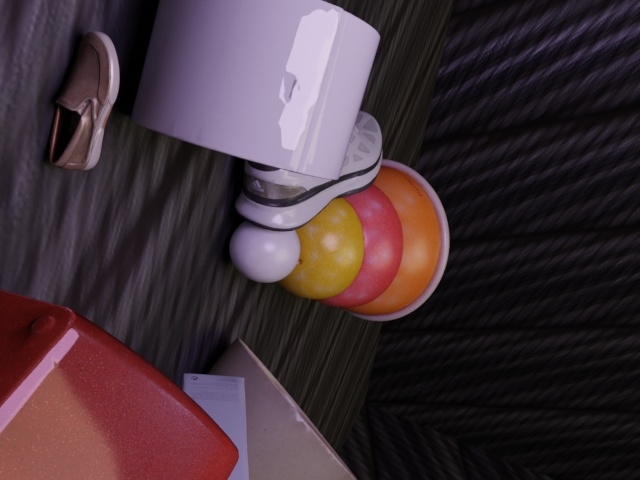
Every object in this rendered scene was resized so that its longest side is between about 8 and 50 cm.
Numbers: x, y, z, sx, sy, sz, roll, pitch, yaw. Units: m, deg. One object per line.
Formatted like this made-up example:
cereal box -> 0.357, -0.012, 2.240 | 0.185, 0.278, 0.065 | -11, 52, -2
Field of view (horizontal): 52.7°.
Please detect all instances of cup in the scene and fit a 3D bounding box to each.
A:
cup -> -0.129, 0.373, 1.141 | 0.237, 0.331, 0.331 | -40, 157, -9

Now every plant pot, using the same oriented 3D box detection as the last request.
plant pot -> -0.265, 0.179, 0.510 | 0.267, 0.267, 0.236 | -58, 148, -39

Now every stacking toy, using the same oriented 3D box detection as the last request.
stacking toy -> 0.000, 0.000, 1.244 | 0.480, 0.350, 0.351 | 0, 110, -53

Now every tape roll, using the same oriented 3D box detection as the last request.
tape roll -> -0.072, -0.181, 0.728 | 0.246, 0.246, 0.169 | -13, 121, -72

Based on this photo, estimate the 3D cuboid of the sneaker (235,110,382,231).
sneaker -> 0.018, -0.213, 1.132 | 0.447, 0.169, 0.257 | -45, 152, -53

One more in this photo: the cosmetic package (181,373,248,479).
cosmetic package -> -0.164, 0.415, 0.859 | 0.284, 0.097, 0.377 | -103, -158, -64

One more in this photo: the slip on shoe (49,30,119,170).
slip on shoe -> -0.230, -0.132, 0.618 | 0.041, 0.051, 0.135 | -12, 126, -58
